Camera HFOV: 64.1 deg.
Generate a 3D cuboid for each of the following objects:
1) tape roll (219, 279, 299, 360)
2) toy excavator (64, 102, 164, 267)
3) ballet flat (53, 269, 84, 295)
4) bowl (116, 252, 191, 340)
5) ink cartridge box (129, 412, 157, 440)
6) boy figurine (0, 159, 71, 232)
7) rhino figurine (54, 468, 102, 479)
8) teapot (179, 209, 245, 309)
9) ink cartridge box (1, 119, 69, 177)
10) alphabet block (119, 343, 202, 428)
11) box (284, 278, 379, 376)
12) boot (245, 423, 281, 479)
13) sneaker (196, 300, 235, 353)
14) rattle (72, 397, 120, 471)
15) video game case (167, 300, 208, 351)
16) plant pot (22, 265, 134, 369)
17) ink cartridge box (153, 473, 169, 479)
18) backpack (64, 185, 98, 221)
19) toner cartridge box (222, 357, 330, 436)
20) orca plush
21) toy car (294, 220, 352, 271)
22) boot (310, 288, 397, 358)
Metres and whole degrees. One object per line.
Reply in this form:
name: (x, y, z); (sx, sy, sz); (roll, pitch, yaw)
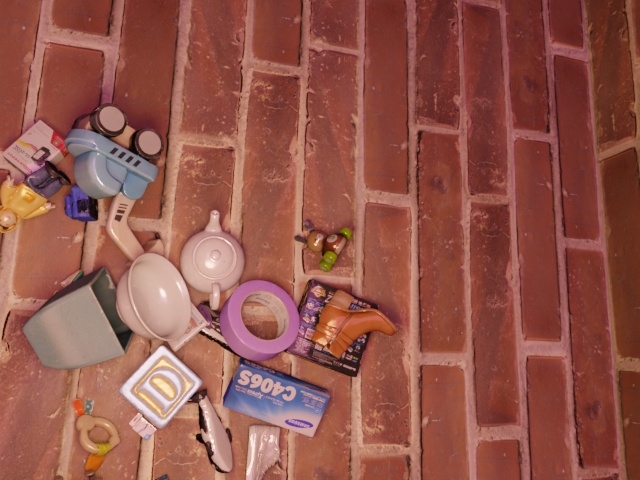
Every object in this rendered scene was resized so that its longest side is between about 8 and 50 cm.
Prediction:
tape roll: (-0.215, 0.283, 1.818); (0.274, 0.090, 0.275); (18, 52, -25)
toy excavator: (-0.686, -0.166, 1.734); (0.433, 0.222, 0.445); (32, 67, -40)
ballet flat: (-0.862, 0.167, 1.722); (0.052, 0.057, 0.168); (23, 74, -1)
bowl: (-0.569, 0.201, 1.679); (0.134, 0.298, 0.298); (-21, 85, 18)
ink cartridge box: (-0.600, 0.628, 1.725); (0.083, 0.028, 0.048); (43, 71, -5)
boy figurine: (-0.981, -0.142, 1.695); (0.285, 0.092, 0.177); (-42, 137, -6)
rhino figurine: (-0.807, 0.795, 1.601); (0.243, 0.073, 0.106); (-4, 116, -16)
teapot: (-0.379, 0.074, 1.813); (0.256, 0.187, 0.252); (45, 71, -5)
ink cartridge box: (-0.977, -0.305, 1.766); (0.127, 0.072, 0.175); (40, 71, -7)
alphabet block: (-0.524, 0.474, 1.689); (0.192, 0.197, 0.193); (46, 71, -5)
box: (0.044, 0.334, 1.951); (0.295, 0.073, 0.293); (22, 73, -11)
boot: (-0.196, 0.779, 1.781); (0.123, 0.095, 0.258); (5, 77, -9)
sneaker: (-0.326, 0.318, 1.829); (0.283, 0.107, 0.124); (34, 67, -8)
rattle: (-0.762, 0.634, 1.676); (0.199, 0.143, 0.130); (40, 38, 10)
video game case: (-0.481, 0.289, 1.769); (0.143, 0.157, 0.019); (-40, 137, -13)
plant pot: (-0.770, 0.263, 1.615); (0.252, 0.248, 0.247); (-22, 104, -8)
ink cartridge box: (-0.589, 0.850, 1.631); (0.231, 0.134, 0.078); (-21, 87, -18)
backpack: (-0.827, -0.132, 1.765); (0.101, 0.098, 0.120); (-2, 81, -13)
toner cartridge box: (-0.157, 0.561, 1.824); (0.347, 0.075, 0.165); (23, 93, -11)
orca plush: (-0.396, 0.661, 1.742); (0.102, 0.151, 0.287); (-21, 103, 16)
toy car: (0.000, 0.000, 1.974); (0.188, 0.149, 0.155); (32, 60, 4)
boot: (0.123, 0.338, 1.877); (0.283, 0.109, 0.220); (32, 71, -6)
